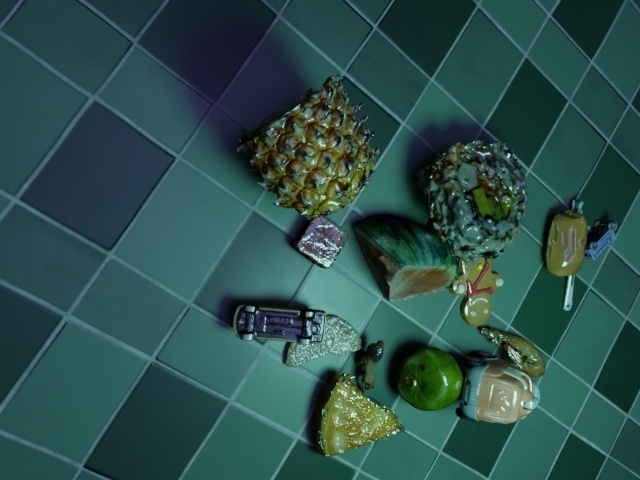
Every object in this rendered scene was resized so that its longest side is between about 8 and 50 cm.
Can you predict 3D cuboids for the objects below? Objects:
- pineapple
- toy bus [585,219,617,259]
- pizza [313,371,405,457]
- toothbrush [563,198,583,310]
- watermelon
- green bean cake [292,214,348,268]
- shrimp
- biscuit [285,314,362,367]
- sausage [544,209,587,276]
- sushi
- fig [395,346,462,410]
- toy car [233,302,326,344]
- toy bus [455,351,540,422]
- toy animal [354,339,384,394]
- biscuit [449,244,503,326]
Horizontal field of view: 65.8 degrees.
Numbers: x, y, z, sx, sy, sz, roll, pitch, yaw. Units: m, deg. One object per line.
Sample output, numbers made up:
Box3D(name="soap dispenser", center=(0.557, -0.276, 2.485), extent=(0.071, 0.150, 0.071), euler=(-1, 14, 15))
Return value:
Box3D(name="pineapple", center=(-0.015, -0.234, 1.300), extent=(0.352, 0.352, 0.300), euler=(-44, 112, -13))
Box3D(name="toy bus", center=(1.042, -0.005, 1.859), extent=(0.167, 0.073, 0.076), euler=(-42, 109, -10))
Box3D(name="pizza", center=(0.107, 0.516, 1.516), extent=(0.288, 0.074, 0.251), euler=(-11, 103, -13))
Box3D(name="toothbrush", center=(0.935, 0.056, 1.845), extent=(0.042, 0.040, 0.418), euler=(1, 97, -19))
Box3D(name="watermelon", center=(0.296, 0.058, 1.505), extent=(0.292, 0.222, 0.319), euler=(-18, 99, -15))
Box3D(name="green bean cake", center=(0.000, 0.000, 1.471), extent=(0.135, 0.056, 0.135), euler=(35, 81, -18))
Box3D(name="shrimp", center=(0.670, 0.387, 1.717), extent=(0.287, 0.063, 0.152), euler=(25, 42, -15))
Box3D(name="biscuit", center=(0.006, 0.295, 1.504), extent=(0.250, 0.032, 0.133), euler=(-9, 95, -19))
Box3D(name="sausage", center=(0.879, 0.011, 1.772), extent=(0.136, 0.120, 0.241), euler=(9, 89, -32))
Box3D(name="sushi", center=(0.484, -0.125, 1.544), extent=(0.417, 0.176, 0.417), euler=(10, 72, -32))
Box3D(name="fig", center=(0.369, 0.429, 1.602), extent=(0.235, 0.203, 0.203), euler=(-11, 99, -57))
Box3D(name="toy car", center=(-0.114, 0.233, 1.406), extent=(0.257, 0.124, 0.101), euler=(6, 89, -4))
Box3D(name="toy bus", center=(0.577, 0.482, 1.595), extent=(0.288, 0.232, 0.194), euler=(8, 88, -56))
Box3D(name="toy animal", center=(0.148, 0.402, 1.548), extent=(0.069, 0.086, 0.219), euler=(1, 111, -18))
Box3D(name="biscuit", center=(0.539, 0.128, 1.690), extent=(0.216, 0.047, 0.339), euler=(1, 93, -20))
